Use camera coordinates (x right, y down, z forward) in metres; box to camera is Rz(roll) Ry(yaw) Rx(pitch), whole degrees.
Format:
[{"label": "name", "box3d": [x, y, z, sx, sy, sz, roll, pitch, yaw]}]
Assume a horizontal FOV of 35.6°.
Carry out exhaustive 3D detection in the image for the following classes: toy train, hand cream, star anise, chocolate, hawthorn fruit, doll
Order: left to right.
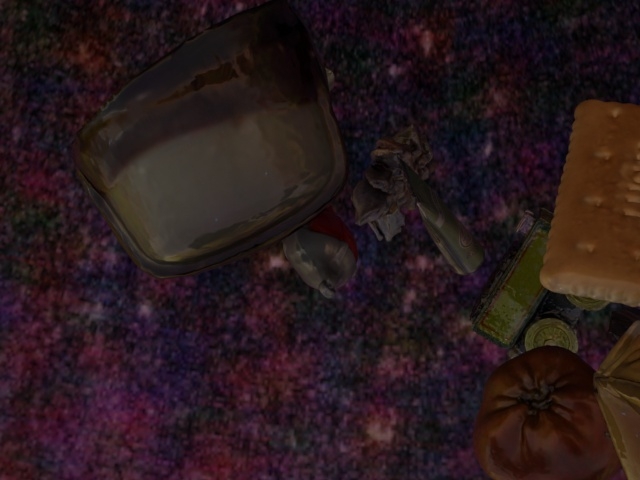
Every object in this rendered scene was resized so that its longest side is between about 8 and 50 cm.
[{"label": "chocolate", "box3d": [-0.084, -0.079, 0.981, 0.283, 0.283, 0.186, -36, 89, 33]}, {"label": "doll", "box3d": [0.000, 0.000, 1.129, 0.102, 0.227, 0.075, 34, 112, -23]}, {"label": "star anise", "box3d": [0.125, -0.103, 1.688, 0.093, 0.229, 0.236, 30, 154, 19]}, {"label": "hand cream", "box3d": [0.165, -0.024, 1.354, 0.055, 0.086, 0.235, -30, 136, 11]}, {"label": "toy train", "box3d": [0.353, 0.081, 1.567, 0.177, 0.134, 0.261, 30, 105, 7]}, {"label": "hawthorn fruit", "box3d": [0.259, 0.216, 1.133, 0.189, 0.189, 0.189, 2, 136, 2]}, {"label": "hand cream", "box3d": [0.355, 0.099, 1.123, 0.062, 0.163, 0.039, 21, 96, 13]}]

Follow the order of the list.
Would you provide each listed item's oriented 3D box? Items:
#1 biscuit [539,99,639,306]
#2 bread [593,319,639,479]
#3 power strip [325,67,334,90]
[{"label": "biscuit", "box3d": [0.312, -0.042, 0.976, 0.160, 0.250, 0.030, 10, 144, 18]}, {"label": "bread", "box3d": [0.334, 0.185, 0.850, 0.136, 0.107, 0.241, 13, 135, 60]}, {"label": "power strip", "box3d": [-0.069, -0.270, 1.569, 0.192, 0.081, 0.035, 30, 145, 21]}]
